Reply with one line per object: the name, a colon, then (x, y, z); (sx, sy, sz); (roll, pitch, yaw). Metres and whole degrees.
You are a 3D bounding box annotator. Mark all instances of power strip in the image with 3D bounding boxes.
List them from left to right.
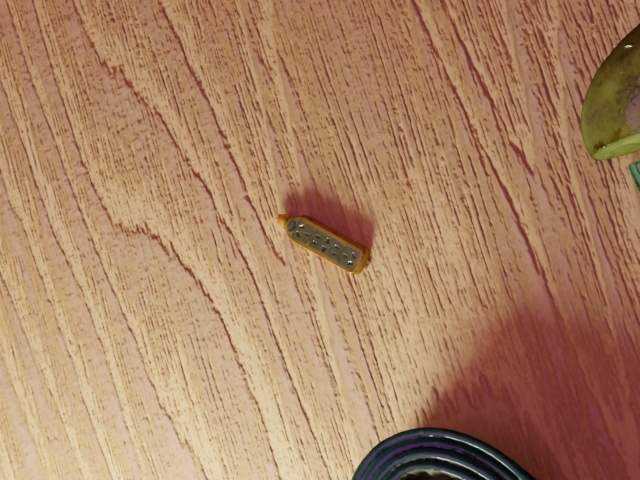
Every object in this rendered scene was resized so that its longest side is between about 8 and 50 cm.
power strip: (0.000, 0.000, 2.057); (0.178, 0.028, 0.049); (29, 100, 21)

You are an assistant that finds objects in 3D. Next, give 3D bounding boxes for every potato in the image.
potato: (0.494, -0.227, 1.811); (0.298, 0.141, 0.176); (-49, 59, 21)

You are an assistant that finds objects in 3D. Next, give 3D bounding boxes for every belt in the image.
belt: (0.226, 0.471, 1.846); (0.300, 0.173, 0.436); (-42, 69, 5)

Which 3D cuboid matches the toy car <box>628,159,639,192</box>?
toy car: (0.606, -0.121, 1.777); (0.320, 0.097, 0.141); (-27, 85, 19)
